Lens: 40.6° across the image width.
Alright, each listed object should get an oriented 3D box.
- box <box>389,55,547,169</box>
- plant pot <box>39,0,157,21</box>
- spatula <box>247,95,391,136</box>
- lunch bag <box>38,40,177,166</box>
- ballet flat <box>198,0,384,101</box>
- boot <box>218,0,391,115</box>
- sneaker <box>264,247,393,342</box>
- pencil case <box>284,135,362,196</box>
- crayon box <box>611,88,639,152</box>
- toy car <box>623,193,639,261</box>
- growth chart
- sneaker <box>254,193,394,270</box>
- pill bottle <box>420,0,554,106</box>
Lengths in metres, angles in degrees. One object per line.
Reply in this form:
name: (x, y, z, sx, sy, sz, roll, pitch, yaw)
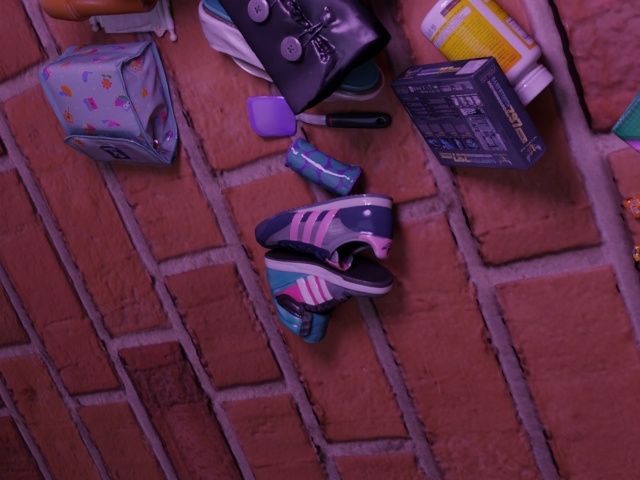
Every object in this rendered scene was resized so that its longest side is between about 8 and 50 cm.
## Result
box: (0.237, -0.203, 1.409, 0.183, 0.059, 0.233, 54, 162, -22)
plant pot: (-0.409, -0.510, 1.638, 0.188, 0.205, 0.205, 11, 119, 8)
spatula: (-0.005, -0.232, 1.650, 0.297, 0.030, 0.084, 8, 118, 27)
lunch bag: (-0.429, -0.269, 1.807, 0.223, 0.160, 0.262, 5, 127, 25)
ballet flat: (-0.055, -0.333, 1.585, 0.400, 0.139, 0.139, 31, 125, 19)
boot: (-0.147, -0.394, 1.439, 0.445, 0.146, 0.367, 49, 130, -6)
sneaker: (0.014, 0.124, 1.753, 0.296, 0.124, 0.178, 11, 114, 35)
pencil case: (0.006, -0.141, 1.667, 0.152, 0.070, 0.064, 28, 160, 13)
crayon box: (0.522, -0.171, 1.211, 0.165, 0.278, 0.081, 39, 126, 9)
toy car: (0.537, -0.022, 1.426, 0.060, 0.040, 0.122, -7, 109, 33)
growth chart: (-0.399, -0.497, 1.759, 0.237, 0.021, 0.172, 10, 118, 26)
sneaker: (0.000, 0.000, 1.686, 0.319, 0.112, 0.131, -13, 74, 36)
pill bottle: (0.272, -0.308, 1.393, 0.215, 0.117, 0.117, 47, 128, 3)
